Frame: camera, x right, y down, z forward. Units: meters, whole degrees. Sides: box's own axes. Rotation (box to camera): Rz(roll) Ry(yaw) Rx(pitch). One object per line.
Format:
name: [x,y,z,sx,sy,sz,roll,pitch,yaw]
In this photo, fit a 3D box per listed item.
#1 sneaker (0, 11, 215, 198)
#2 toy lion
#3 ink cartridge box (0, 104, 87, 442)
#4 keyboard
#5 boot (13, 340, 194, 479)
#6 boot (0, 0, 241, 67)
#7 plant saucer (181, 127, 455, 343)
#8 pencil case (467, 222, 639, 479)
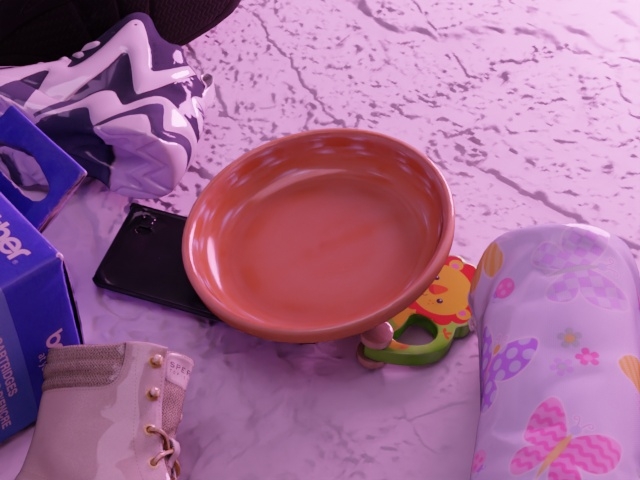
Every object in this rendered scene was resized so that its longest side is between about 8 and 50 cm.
sneaker: [-0.191,-0.120,1.471,0.235,0.094,0.153,8,39,21]
toy lion: [0.076,0.049,1.340,0.096,0.034,0.100,6,48,-2]
ink cartridge box: [-0.348,0.049,1.285,0.395,0.151,0.270,-32,53,-25]
keyboard: [-0.070,0.017,1.382,0.180,0.023,0.108,15,56,15]
boot: [-0.100,0.152,1.198,0.213,0.077,0.165,7,65,15]
boot: [-0.271,-0.264,1.579,0.377,0.138,0.284,-15,48,-3]
plant saucer: [0.000,0.000,1.338,0.200,0.037,0.200,-6,47,7]
pencil case: [0.153,0.114,1.218,0.124,0.113,0.273,-5,46,12]
